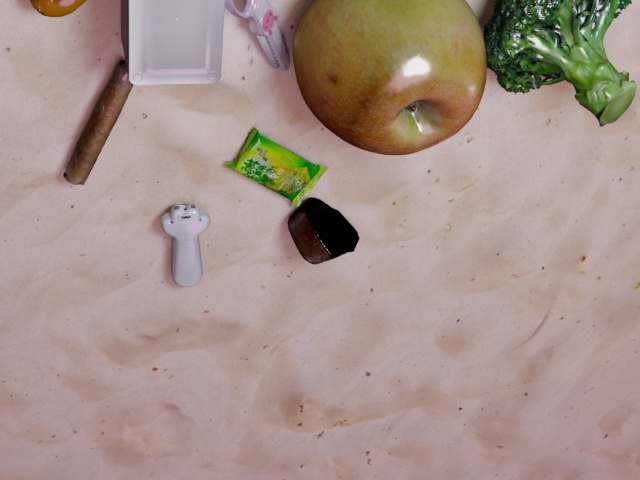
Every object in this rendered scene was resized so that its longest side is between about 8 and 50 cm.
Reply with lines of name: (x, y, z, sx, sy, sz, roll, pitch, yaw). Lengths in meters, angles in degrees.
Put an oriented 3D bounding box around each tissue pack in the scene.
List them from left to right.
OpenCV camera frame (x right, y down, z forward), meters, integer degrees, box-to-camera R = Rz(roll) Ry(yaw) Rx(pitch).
tissue pack: (-0.237, -0.387, 1.855, 0.159, 0.136, 0.246, -2, 130, -13)

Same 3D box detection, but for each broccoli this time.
broccoli: (0.428, -0.347, 1.971, 0.297, 0.297, 0.297, -31, 156, -16)

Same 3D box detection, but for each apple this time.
apple: (0.120, -0.292, 1.936, 0.319, 0.277, 0.319, -8, 132, -9)

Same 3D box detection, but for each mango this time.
mango: (-0.410, -0.403, 1.846, 0.114, 0.060, 0.080, -14, 115, -1)

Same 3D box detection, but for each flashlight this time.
flashlight: (-0.260, 0.009, 2.239, 0.093, 0.047, 0.200, -6, 133, -10)

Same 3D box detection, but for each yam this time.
yam: (-0.385, -0.204, 2.027, 0.046, 0.046, 0.264, 17, 124, -26)

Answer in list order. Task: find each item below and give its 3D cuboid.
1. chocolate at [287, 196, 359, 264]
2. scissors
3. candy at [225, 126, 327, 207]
chocolate: (0.000, 0.000, 2.261, 0.080, 0.125, 0.149, -30, 136, 32)
scissors: (-0.098, -0.371, 1.947, 0.030, 0.118, 0.242, 15, 150, 27)
candy: (-0.082, -0.136, 2.172, 0.178, 0.032, 0.102, 28, 117, -32)
